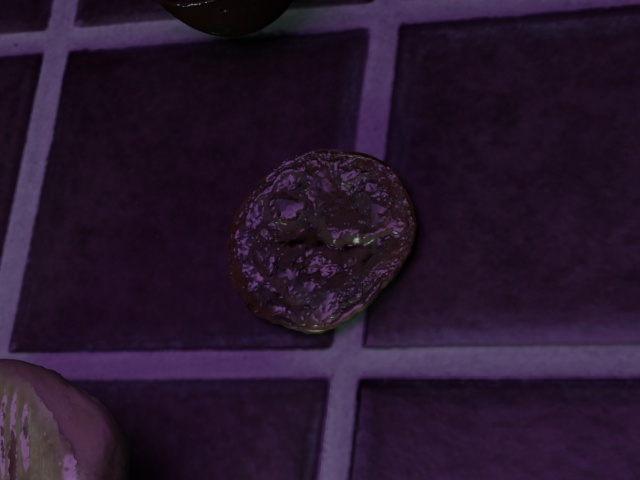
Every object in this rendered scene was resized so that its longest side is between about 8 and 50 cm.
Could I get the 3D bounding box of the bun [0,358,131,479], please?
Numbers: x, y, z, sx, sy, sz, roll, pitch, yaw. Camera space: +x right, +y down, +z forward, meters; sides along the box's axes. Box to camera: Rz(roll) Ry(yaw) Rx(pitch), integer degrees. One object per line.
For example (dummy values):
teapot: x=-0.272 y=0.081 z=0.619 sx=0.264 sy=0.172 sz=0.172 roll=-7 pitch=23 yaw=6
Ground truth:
bun: x=-0.231 y=0.197 z=1.279 sx=0.237 sy=0.116 sz=0.210 roll=-30 pitch=60 yaw=23

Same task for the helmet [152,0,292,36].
helmet: x=-0.071 y=-0.239 z=1.427 sx=0.155 sy=0.106 sz=0.175 roll=4 pitch=64 yaw=24

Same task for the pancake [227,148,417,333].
pancake: x=0.000 y=0.000 z=1.333 sx=0.158 sy=0.028 sz=0.158 roll=-7 pitch=67 yaw=17
